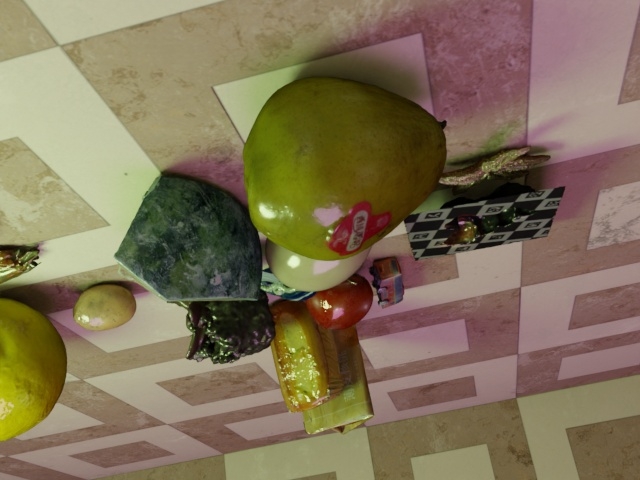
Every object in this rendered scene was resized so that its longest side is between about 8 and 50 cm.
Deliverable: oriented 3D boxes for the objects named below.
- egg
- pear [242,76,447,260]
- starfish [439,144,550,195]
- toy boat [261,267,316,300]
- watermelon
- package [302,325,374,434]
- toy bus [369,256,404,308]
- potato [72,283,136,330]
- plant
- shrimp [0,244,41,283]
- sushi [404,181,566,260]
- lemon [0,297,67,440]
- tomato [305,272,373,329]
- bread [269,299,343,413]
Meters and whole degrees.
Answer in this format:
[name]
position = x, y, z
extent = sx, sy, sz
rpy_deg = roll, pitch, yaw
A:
[egg]
position = 0.000, 0.000, 1.537
extent = 0.241, 0.186, 0.186
rpy_deg = -35, 145, 25
[pear]
position = 0.046, -0.122, 1.235
extent = 0.375, 0.287, 0.287
rpy_deg = -23, 157, -17
[starfish]
position = 0.338, -0.141, 1.510
extent = 0.227, 0.043, 0.240
rpy_deg = -11, 171, -22
[toy boat]
position = -0.147, 0.073, 1.750
extent = 0.291, 0.071, 0.210
rpy_deg = 17, 166, -13
[watermelon]
position = -0.280, 0.027, 1.493
extent = 0.258, 0.229, 0.387
rpy_deg = -15, 163, 31
[package]
position = 0.010, 0.357, 2.105
extent = 0.164, 0.311, 0.221
rpy_deg = 1, 153, -25
[toy bus]
position = 0.169, 0.108, 1.942
extent = 0.077, 0.065, 0.192
rpy_deg = -17, 154, 0
[potato]
position = -0.498, 0.157, 1.789
extent = 0.146, 0.112, 0.112
rpy_deg = -3, 154, -28
[plant]
position = -0.230, 0.202, 1.870
extent = 0.233, 0.204, 0.178
rpy_deg = -7, 156, -22
[shrimp]
position = -0.668, 0.049, 1.581
extent = 0.217, 0.051, 0.115
rpy_deg = -13, 151, 13
[sushi]
position = 0.340, -0.060, 1.660
extent = 0.319, 0.069, 0.339
rpy_deg = -11, 161, 8
[lemon]
position = -0.734, 0.290, 1.736
extent = 0.347, 0.348, 0.348
rpy_deg = -7, 154, -4
[tomato]
position = 0.036, 0.142, 1.859
extent = 0.167, 0.167, 0.167
rpy_deg = -7, 154, -4
[bread]
position = -0.042, 0.292, 2.003
extent = 0.152, 0.288, 0.119
rpy_deg = -24, 159, 30
